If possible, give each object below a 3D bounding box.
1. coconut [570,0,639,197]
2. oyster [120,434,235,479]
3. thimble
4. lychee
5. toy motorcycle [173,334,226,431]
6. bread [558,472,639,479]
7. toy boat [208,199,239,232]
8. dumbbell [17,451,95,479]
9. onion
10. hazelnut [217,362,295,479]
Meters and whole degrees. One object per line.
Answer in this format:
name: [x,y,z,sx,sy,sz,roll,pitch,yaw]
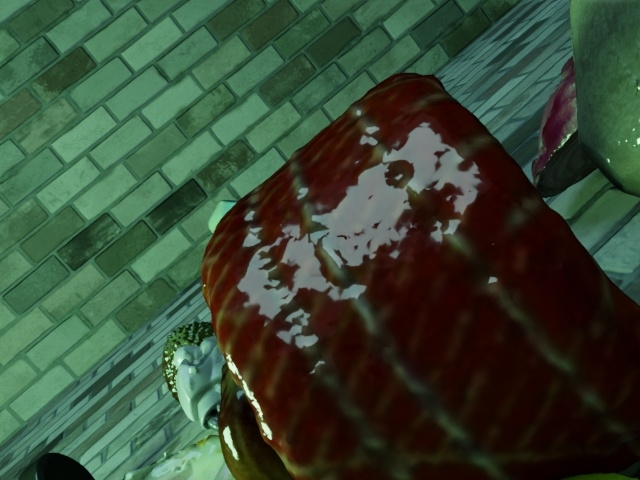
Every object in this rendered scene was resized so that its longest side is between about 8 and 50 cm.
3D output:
coconut: [0.367,-0.159,0.635,0.309,0.297,0.297,-35,12,3]
oyster: [-0.192,0.336,0.967,0.260,0.092,0.198,-24,6,-15]
thimble: [0.094,0.053,0.565,0.231,0.350,0.350,-38,12,13]
lychee: [-0.188,0.211,1.231,0.171,0.171,0.171,-37,12,9]
toy motorcycle: [-0.140,0.184,1.102,0.171,0.110,0.260,7,33,13]
bread: [0.143,0.198,0.381,0.111,0.114,0.129,-27,17,48]
toy boat: [0.000,0.000,1.092,0.330,0.123,0.215,5,5,28]
dumbbell: [-0.475,0.465,1.183,0.218,0.152,0.152,-38,12,5]
onion: [0.335,-0.175,0.919,0.247,0.111,0.250,-31,-20,-22]
hazelnut: [-0.036,0.185,0.831,0.178,0.178,0.204,-15,44,63]
